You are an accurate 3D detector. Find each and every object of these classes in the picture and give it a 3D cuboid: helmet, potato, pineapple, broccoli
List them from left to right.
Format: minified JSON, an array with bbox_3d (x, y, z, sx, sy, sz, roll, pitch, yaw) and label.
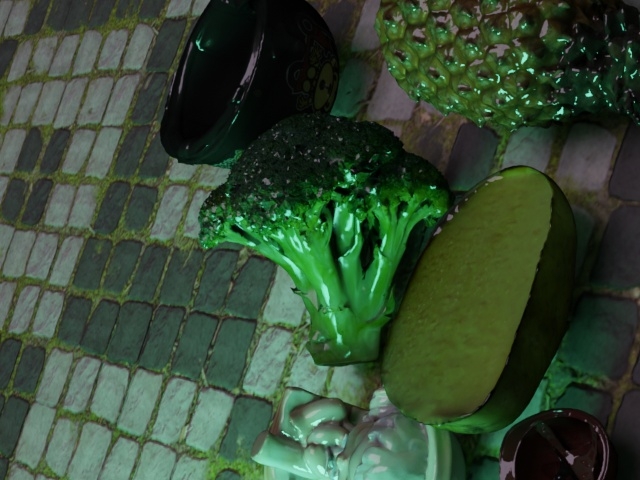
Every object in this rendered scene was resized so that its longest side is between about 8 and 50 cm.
[{"bbox_3d":[-0.072,-0.181,1.877,0.279,0.160,0.230,-25,53,62],"label":"helmet"},{"bbox_3d":[0.000,0.000,1.644,0.269,0.254,0.269,170,90,-75],"label":"broccoli"},{"bbox_3d":[0.162,0.069,1.437,0.160,0.111,0.272,-11,50,47],"label":"potato"},{"bbox_3d":[0.221,-0.173,1.468,0.362,0.202,0.202,32,98,41],"label":"pineapple"},{"bbox_3d":[0.213,0.191,1.351,0.111,0.057,0.089,-4,70,42],"label":"helmet"}]

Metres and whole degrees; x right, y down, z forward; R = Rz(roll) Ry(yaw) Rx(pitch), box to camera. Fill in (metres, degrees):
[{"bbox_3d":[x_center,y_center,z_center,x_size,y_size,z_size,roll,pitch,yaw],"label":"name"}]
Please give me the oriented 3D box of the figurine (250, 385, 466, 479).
[{"bbox_3d":[0.048,0.210,1.492,0.237,0.141,0.162,15,88,56],"label":"figurine"}]
